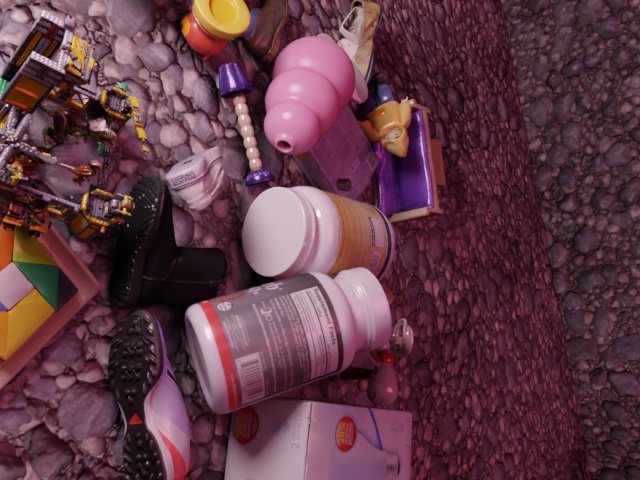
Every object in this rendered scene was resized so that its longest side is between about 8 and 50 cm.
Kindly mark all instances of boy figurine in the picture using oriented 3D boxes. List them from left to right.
[{"bbox_3d":[0.182,-0.356,1.572,0.092,0.178,0.285,57,18,-56],"label":"boy figurine"}]

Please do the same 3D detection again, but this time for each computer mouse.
[{"bbox_3d":[-0.437,-0.056,0.899,0.242,0.041,0.071,21,85,-40],"label":"computer mouse"}]

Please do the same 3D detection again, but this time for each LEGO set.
[{"bbox_3d":[-0.375,-0.178,0.828,0.255,0.192,0.331,31,47,-36],"label":"LEGO set"}]

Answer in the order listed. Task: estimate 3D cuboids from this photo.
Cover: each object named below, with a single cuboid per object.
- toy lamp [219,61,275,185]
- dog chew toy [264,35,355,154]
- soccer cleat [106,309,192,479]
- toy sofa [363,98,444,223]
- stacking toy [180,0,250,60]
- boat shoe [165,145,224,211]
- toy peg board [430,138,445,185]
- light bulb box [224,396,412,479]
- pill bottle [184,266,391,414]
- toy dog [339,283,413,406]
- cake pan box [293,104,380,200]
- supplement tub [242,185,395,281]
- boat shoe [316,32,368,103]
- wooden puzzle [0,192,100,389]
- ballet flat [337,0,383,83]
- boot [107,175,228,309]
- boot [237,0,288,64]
[{"bbox_3d":[-0.172,-0.263,1.222,0.080,0.080,0.274,-18,96,-50],"label":"toy lamp"},{"bbox_3d":[-0.037,-0.335,1.286,0.206,0.207,0.331,46,46,-34],"label":"dog chew toy"},{"bbox_3d":[-0.293,0.279,0.953,0.116,0.109,0.317,4,76,-70],"label":"soccer cleat"},{"bbox_3d":[0.258,-0.240,1.667,0.177,0.150,0.362,3,79,-50],"label":"toy sofa"},{"bbox_3d":[-0.301,-0.557,1.139,0.280,0.130,0.308,12,64,-32],"label":"stacking toy"},{"bbox_3d":[-0.226,-0.118,1.035,0.267,0.096,0.088,-118,-176,-73],"label":"boat shoe"},{"bbox_3d":[0.334,-0.261,1.835,0.161,0.079,0.161,0,81,-34],"label":"toy peg board"},{"bbox_3d":[0.001,0.522,1.132,0.361,0.225,0.357,23,65,-46],"label":"light bulb box"},{"bbox_3d":[-0.060,0.179,1.047,0.363,0.210,0.210,-14,93,-22],"label":"pill bottle"},{"bbox_3d":[0.099,0.239,1.325,0.333,0.161,0.220,-105,-155,-73],"label":"toy dog"},{"bbox_3d":[0.048,-0.241,1.484,0.245,0.070,0.266,56,45,-28],"label":"cake pan box"},{"bbox_3d":[0.000,0.000,1.245,0.316,0.229,0.228,11,73,-49],"label":"supplement tub"},{"bbox_3d":[0.050,-0.471,1.503,0.078,0.070,0.219,-39,97,-27],"label":"boat shoe"},{"bbox_3d":[-0.471,0.073,0.802,0.238,0.044,0.220,-54,128,-40],"label":"wooden puzzle"},{"bbox_3d":[0.103,-0.588,1.606,0.123,0.123,0.348,36,56,-39],"label":"ballet flat"},{"bbox_3d":[-0.264,0.014,0.994,0.207,0.094,0.246,5,103,-51],"label":"boot"},{"bbox_3d":[-0.143,-0.554,1.318,0.106,0.082,0.219,24,66,-48],"label":"boot"}]
